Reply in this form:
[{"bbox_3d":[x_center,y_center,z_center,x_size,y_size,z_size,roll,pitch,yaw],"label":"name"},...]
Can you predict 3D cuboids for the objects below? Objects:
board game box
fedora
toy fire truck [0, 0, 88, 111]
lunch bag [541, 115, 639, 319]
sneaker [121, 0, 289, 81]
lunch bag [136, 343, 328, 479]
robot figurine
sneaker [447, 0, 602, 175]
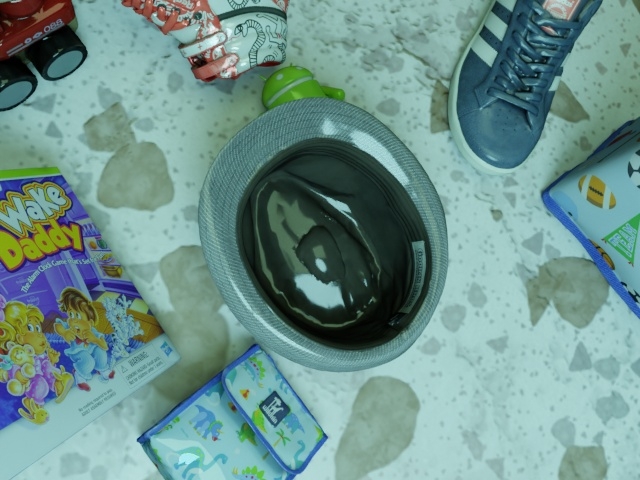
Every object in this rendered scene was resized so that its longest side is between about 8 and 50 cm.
[{"bbox_3d":[-0.277,0.069,0.471,0.078,0.347,0.233,-34,89,18],"label":"board game box"},{"bbox_3d":[0.000,0.000,0.654,0.244,0.124,0.275,-45,101,-14],"label":"fedora"},{"bbox_3d":[-0.322,-0.189,0.547,0.217,0.246,0.158,-38,90,-17],"label":"toy fire truck"},{"bbox_3d":[0.504,0.006,0.673,0.239,0.328,0.385,-36,89,-15],"label":"lunch bag"},{"bbox_3d":[-0.147,-0.239,0.638,0.270,0.090,0.145,-10,104,-36],"label":"sneaker"},{"bbox_3d":[-0.081,0.196,0.622,0.151,0.096,0.129,-36,87,-31],"label":"lunch bag"},{"bbox_3d":[-0.021,-0.145,0.704,0.101,0.067,0.115,-30,88,-26],"label":"robot figurine"},{"bbox_3d":[0.259,-0.250,0.748,0.131,0.148,0.350,20,77,-9],"label":"sneaker"}]
